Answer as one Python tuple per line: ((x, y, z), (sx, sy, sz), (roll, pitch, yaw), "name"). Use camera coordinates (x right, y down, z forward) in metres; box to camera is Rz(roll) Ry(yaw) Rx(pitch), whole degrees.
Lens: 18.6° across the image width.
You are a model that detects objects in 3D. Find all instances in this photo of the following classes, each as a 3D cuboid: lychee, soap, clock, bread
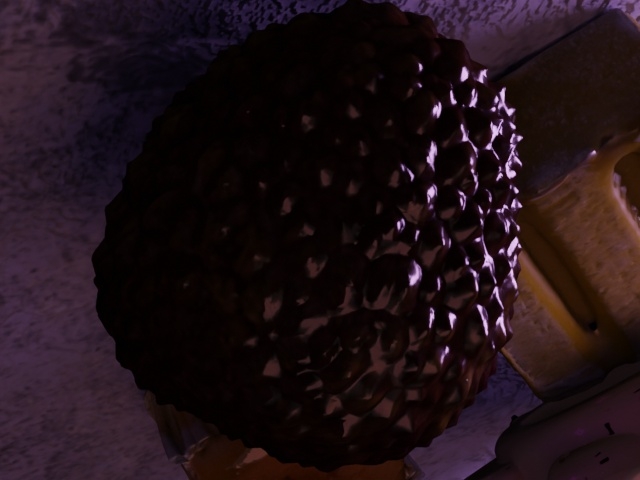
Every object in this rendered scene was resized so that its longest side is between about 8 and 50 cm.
((0.000, 0.000, 1.065), (0.236, 0.236, 0.271), (-3, 122, -35), "lychee")
((0.180, -0.011, 1.323), (0.199, 0.091, 0.315), (-31, 150, 9), "soap")
((0.267, 0.136, 1.477), (0.284, 0.114, 0.309), (-25, 174, -42), "clock")
((-0.023, 0.146, 1.388), (0.136, 0.107, 0.241), (-32, 150, 2), "bread")
